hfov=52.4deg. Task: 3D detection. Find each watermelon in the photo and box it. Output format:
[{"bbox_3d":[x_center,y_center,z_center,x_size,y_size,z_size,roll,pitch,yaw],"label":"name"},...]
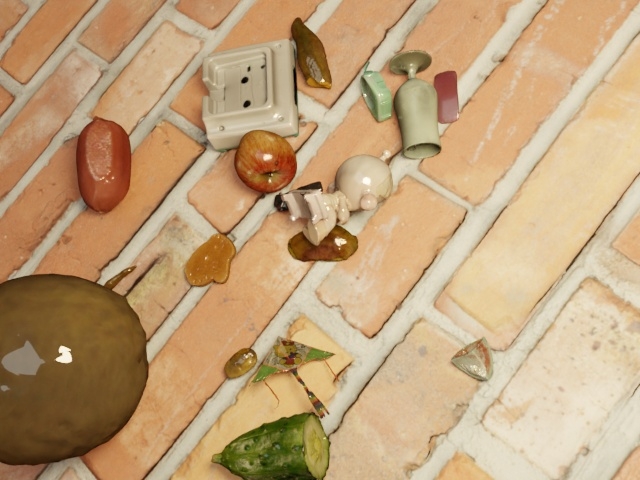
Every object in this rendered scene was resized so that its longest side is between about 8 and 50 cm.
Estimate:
[{"bbox_3d":[0.307,0.235,1.282,0.085,0.061,0.085,-11,60,20],"label":"watermelon"}]

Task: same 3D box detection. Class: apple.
[{"bbox_3d":[-0.131,-0.189,1.532,0.146,0.146,0.131,-28,48,8],"label":"apple"}]

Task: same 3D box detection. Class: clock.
[{"bbox_3d":[-0.178,-0.374,1.627,0.231,0.116,0.262,-9,70,15],"label":"clock"},{"bbox_3d":[0.126,-0.354,1.526,0.041,0.101,0.135,-21,62,-5],"label":"clock"}]

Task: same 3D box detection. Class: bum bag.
[{"bbox_3d":[-0.052,-0.102,1.534,0.124,0.034,0.058,-21,53,11],"label":"bum bag"}]

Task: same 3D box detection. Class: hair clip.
[{"bbox_3d":[0.292,-0.336,1.505,0.054,0.022,0.137,-6,70,20],"label":"hair clip"}]

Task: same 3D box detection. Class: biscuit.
[{"bbox_3d":[-0.257,0.057,1.554,0.140,0.023,0.118,-40,65,1],"label":"biscuit"}]

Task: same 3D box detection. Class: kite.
[{"bbox_3d":[-0.051,0.283,1.365,0.198,0.006,0.244,-20,41,-15],"label":"kite"}]

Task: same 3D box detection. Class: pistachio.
[{"bbox_3d":[0.000,0.000,1.473,0.172,0.049,0.090,-1,70,18],"label":"pistachio"}]

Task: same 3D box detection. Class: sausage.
[{"bbox_3d":[-0.559,-0.203,1.683,0.148,0.148,0.255,-15,69,13],"label":"sausage"}]

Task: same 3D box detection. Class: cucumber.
[{"bbox_3d":[-0.110,0.434,1.325,0.244,0.134,0.134,-12,69,18],"label":"cucumber"}]

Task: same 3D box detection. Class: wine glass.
[{"bbox_3d":[0.217,-0.305,1.477,0.103,0.103,0.231,-10,73,15],"label":"wine glass"}]

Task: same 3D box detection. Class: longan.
[{"bbox_3d":[-0.595,0.274,1.399,0.435,0.404,0.404,0,72,15],"label":"longan"}]

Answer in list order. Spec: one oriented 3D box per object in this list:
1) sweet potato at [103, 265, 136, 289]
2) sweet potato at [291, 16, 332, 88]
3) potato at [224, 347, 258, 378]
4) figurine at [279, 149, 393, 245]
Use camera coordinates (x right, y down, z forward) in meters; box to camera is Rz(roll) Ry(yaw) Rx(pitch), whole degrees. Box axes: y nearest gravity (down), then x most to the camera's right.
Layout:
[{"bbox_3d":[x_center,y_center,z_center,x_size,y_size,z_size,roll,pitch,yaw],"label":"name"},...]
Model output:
[{"bbox_3d":[-0.508,0.097,1.625,0.115,0.026,0.026,-40,64,4],"label":"sweet potato"},{"bbox_3d":[-0.032,-0.480,1.635,0.077,0.077,0.244,-23,67,10],"label":"sweet potato"},{"bbox_3d":[-0.177,0.272,1.444,0.083,0.040,0.051,-39,59,1],"label":"potato"},{"bbox_3d":[0.054,-0.111,1.435,0.256,0.182,0.145,-31,88,-21],"label":"figurine"}]
